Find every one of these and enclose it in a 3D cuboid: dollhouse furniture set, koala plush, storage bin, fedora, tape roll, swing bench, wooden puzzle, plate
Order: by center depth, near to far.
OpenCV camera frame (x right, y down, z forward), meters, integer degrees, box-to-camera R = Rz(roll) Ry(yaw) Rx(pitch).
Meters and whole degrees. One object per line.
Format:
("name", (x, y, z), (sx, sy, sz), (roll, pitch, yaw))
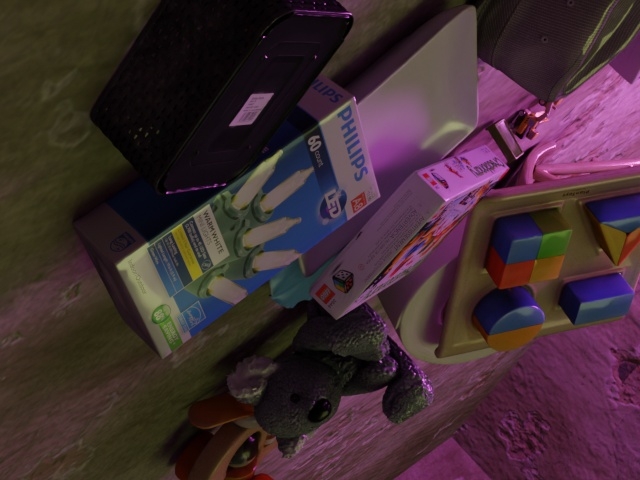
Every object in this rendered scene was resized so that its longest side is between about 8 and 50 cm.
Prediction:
("storage bin", (-0.074, -0.129, 0.975), (0.180, 0.084, 0.122), (-52, 162, 25))
("plate", (0.056, -0.108, 1.372), (0.277, 0.045, 0.278), (-41, 159, -9))
("fedora", (0.273, -0.249, 1.414), (0.275, 0.124, 0.244), (-52, 161, 28))
("koala plush", (-0.003, 0.185, 1.738), (0.221, 0.203, 0.196), (-41, 123, -4))
("dollhouse furniture set", (0.204, -0.106, 1.791), (0.152, 0.058, 0.076), (-31, -179, 37))
("wooden puzzle", (0.342, 0.045, 1.825), (0.322, 0.080, 0.348), (-10, 138, -19))
("tape roll", (0.228, 0.058, 1.921), (0.286, 0.100, 0.286), (-15, 141, -13))
("swing bench", (0.378, -0.020, 2.108), (0.255, 0.165, 0.253), (10, 139, -19))

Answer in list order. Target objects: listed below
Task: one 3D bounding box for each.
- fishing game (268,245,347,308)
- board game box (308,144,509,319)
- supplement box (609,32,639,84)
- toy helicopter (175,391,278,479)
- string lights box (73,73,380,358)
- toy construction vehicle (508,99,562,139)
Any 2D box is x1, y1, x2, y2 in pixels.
("fishing game", (0.000, 0.000, 1.554), (0.189, 0.041, 0.264), (-56, 155, 14))
("board game box", (0.114, -0.018, 1.550), (0.193, 0.053, 0.305), (-48, 171, 22))
("supplement box", (0.523, -0.343, 1.856), (0.239, 0.073, 0.130), (-37, 163, -18))
("toy helicopter", (-0.074, 0.233, 1.871), (0.355, 0.140, 0.235), (-49, 157, -18))
("string lights box", (-0.077, -0.028, 1.150), (0.260, 0.077, 0.133), (-37, 138, -17))
("toy construction vehicle", (0.315, -0.178, 1.846), (0.086, 0.035, 0.098), (-19, 151, -55))
